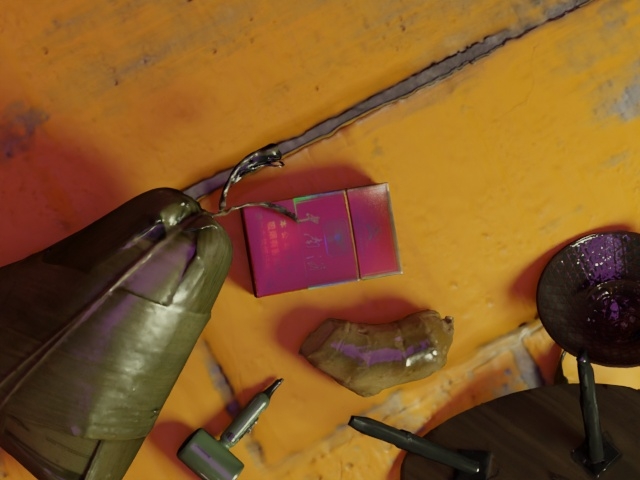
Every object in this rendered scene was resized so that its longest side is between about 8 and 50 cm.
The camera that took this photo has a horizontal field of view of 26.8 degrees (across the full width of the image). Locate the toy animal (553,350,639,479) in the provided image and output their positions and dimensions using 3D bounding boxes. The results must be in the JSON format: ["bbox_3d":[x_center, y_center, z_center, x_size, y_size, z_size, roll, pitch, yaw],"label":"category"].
[{"bbox_3d":[0.340,0.249,1.599,0.095,0.219,0.155,-4,128,-24],"label":"toy animal"}]

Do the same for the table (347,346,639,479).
[{"bbox_3d":[0.215,0.238,1.422,0.317,0.249,0.317,-9,64,20],"label":"table"}]

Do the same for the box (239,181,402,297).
[{"bbox_3d":[0.000,0.000,1.568,0.175,0.048,0.112,-10,91,-8],"label":"box"}]

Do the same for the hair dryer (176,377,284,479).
[{"bbox_3d":[-0.094,0.215,1.563,0.071,0.047,0.150,42,79,-5],"label":"hair dryer"}]

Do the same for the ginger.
[{"bbox_3d":[0.070,0.128,1.569,0.190,0.069,0.095,-10,70,-7],"label":"ginger"}]

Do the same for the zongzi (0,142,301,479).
[{"bbox_3d":[-0.284,0.019,1.462,0.418,0.181,0.447,29,92,0],"label":"zongzi"}]

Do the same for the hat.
[{"bbox_3d":[0.355,0.087,1.607,0.193,0.082,0.193,-4,55,6],"label":"hat"}]
